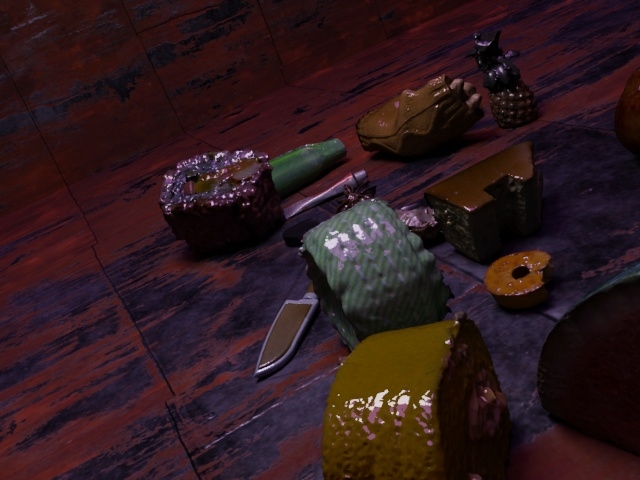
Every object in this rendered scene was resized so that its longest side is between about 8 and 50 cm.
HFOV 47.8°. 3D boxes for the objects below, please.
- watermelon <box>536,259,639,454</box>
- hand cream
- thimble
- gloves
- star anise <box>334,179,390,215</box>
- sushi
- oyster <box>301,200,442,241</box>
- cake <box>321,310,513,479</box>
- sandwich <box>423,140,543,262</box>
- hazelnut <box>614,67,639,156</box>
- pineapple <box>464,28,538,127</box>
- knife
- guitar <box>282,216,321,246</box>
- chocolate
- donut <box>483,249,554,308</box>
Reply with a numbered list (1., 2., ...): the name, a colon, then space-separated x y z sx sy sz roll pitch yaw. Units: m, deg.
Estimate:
1. watermelon: 0.339 0.118 0.691 0.232 0.310 0.193 26 39 9
2. hand cream: 0.011 -0.109 1.686 0.216 0.038 0.052 -26 -5 0
3. thimble: 0.074 0.054 1.022 0.150 0.219 0.219 -28 23 -10
4. gloves: 0.242 -0.288 1.714 0.203 0.155 0.356 -30 8 -37
5. star anise: 0.088 -0.075 1.512 0.129 0.056 0.124 -1 55 33
6. sushi: -0.218 -0.095 1.641 0.270 0.170 0.236 -8 42 16
7. oyster: 0.137 -0.024 1.327 0.345 0.078 0.128 -13 23 1
8. cake: 0.107 0.188 0.741 0.156 0.179 0.260 -10 26 24
9. sandwich: 0.305 -0.076 1.206 0.236 0.122 0.128 -31 36 -17
10. hazelnut: 0.604 -0.212 1.239 0.178 0.178 0.204 -21 28 3
11. pineapple: 0.412 -0.374 1.653 0.119 0.237 0.111 -15 29 29
12. knife: -0.035 0.116 1.221 0.061 0.027 0.343 0 32 21
13. guitar: 0.000 0.000 1.454 0.088 0.025 0.233 -28 23 -18
14. chocolate: -0.066 -0.179 1.826 0.291 0.110 0.110 -27 23 -20
15. donut: 0.288 0.059 1.045 0.097 0.043 0.108 -2 31 38
